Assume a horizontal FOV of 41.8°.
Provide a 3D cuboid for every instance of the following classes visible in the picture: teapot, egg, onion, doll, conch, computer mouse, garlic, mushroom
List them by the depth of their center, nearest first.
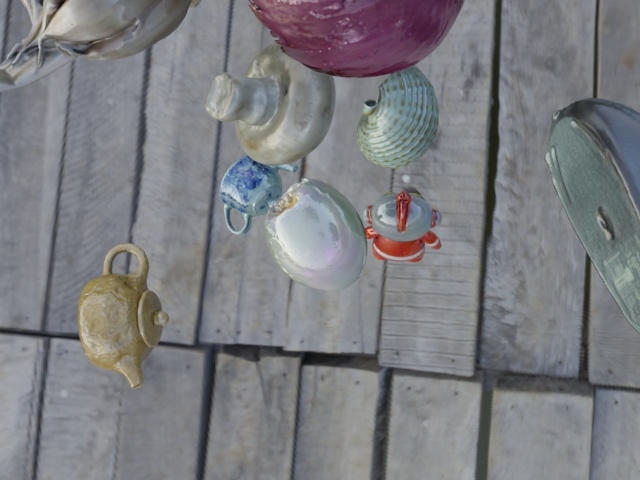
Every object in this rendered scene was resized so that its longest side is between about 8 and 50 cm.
[{"bbox_3d":[-0.179,-0.175,0.599,0.194,0.131,0.127,-40,118,-11],"label":"garlic"},{"bbox_3d":[0.057,-0.374,0.944,0.345,0.358,0.358,-27,75,43],"label":"onion"},{"bbox_3d":[0.111,-0.164,1.135,0.102,0.153,0.135,31,82,3],"label":"conch"},{"bbox_3d":[0.447,-0.036,1.184,0.114,0.203,0.373,-16,71,-14],"label":"computer mouse"},{"bbox_3d":[-0.099,-0.261,1.556,0.244,0.243,0.243,-2,84,16],"label":"mushroom"},{"bbox_3d":[0.000,0.000,1.583,0.183,0.183,0.217,-42,106,8],"label":"egg"},{"bbox_3d":[-0.394,0.154,1.744,0.167,0.203,0.311,-5,70,9],"label":"teapot"},{"bbox_3d":[0.177,-0.033,1.881,0.200,0.336,0.105,5,70,6],"label":"doll"},{"bbox_3d":[-0.158,-0.119,2.084,0.159,0.159,0.232,39,96,16],"label":"teapot"}]
